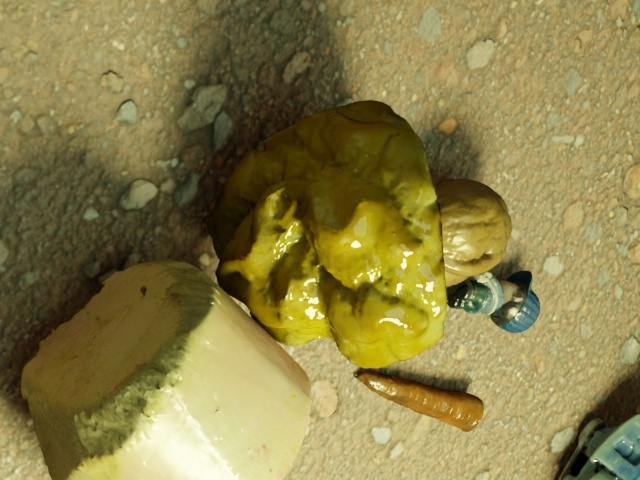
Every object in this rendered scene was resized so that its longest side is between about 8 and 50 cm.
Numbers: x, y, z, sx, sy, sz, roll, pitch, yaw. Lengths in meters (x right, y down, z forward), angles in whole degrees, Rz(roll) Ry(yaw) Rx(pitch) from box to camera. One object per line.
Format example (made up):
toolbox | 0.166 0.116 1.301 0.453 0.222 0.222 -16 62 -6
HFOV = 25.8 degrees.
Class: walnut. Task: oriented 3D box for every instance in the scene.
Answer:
walnut | 0.177 -0.014 1.872 0.166 0.149 0.166 -27 152 -16

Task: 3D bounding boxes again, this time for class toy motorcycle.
toy motorcycle | 0.487 0.358 2.226 0.319 0.241 0.182 -44 85 -10

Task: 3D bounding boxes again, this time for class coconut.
coconut | -0.164 0.207 1.597 0.297 0.297 0.309 -46 123 -16

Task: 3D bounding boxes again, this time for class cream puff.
cream puff | 0.000 0.001 1.632 0.257 0.324 0.291 -11 145 -4

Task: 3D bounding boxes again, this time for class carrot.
carrot | 0.138 0.219 1.973 0.224 0.057 0.057 22 91 -35

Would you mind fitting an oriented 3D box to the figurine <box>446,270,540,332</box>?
figurine | 0.252 0.083 1.997 0.149 0.087 0.086 10 136 -37
